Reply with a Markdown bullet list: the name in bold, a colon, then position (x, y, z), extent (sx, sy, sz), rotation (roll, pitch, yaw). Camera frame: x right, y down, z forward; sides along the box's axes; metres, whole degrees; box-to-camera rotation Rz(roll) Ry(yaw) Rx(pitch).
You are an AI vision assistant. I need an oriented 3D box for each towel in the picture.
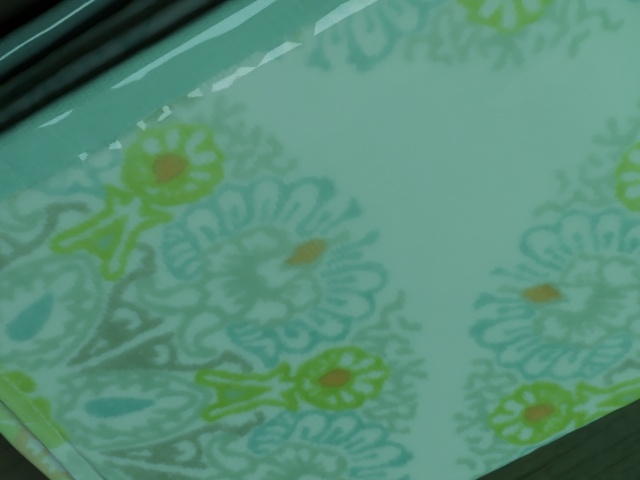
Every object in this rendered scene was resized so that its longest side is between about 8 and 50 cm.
- **towel**: position (0.000, 0.000, 0.718), extent (0.374, 0.090, 0.320), rotation (-28, 129, 13)
